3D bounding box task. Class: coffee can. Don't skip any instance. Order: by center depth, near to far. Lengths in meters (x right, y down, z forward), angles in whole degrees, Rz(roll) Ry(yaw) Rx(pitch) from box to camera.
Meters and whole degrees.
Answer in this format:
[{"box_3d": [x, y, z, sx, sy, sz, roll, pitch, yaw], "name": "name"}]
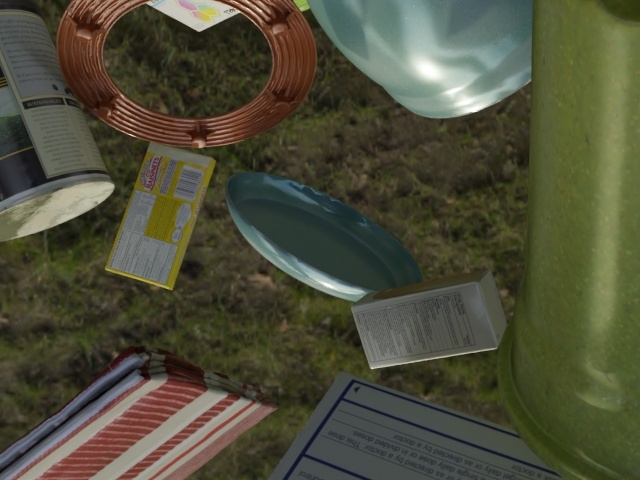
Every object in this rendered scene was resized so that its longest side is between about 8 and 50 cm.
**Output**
[{"box_3d": [-0.424, -0.161, 1.250, 0.202, 0.275, 0.201, -24, 175, -2], "name": "coffee can"}]

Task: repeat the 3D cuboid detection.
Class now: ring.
[{"box_3d": [-0.171, -0.226, 1.198, 0.337, 0.032, 0.336, -2, 144, -2], "name": "ring"}]

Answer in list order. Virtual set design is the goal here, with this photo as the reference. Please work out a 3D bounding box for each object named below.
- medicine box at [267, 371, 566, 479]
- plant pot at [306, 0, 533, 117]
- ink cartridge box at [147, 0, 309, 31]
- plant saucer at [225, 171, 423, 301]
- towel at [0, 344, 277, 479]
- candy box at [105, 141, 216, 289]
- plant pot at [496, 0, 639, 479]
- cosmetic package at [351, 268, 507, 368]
[{"box_3d": [0.071, 0.253, 0.556, 0.264, 0.289, 0.149, 16, 126, 20], "name": "medicine box"}, {"box_3d": [0.081, -0.274, 0.752, 0.196, 0.293, 0.293, 25, 128, -32], "name": "plant pot"}, {"box_3d": [-0.156, -0.416, 1.581, 0.255, 0.097, 0.189, 26, 166, -29], "name": "ink cartridge box"}, {"box_3d": [0.000, 0.000, 1.330, 0.318, 0.317, 0.043, 21, 111, -22], "name": "plant saucer"}, {"box_3d": [-0.179, 0.186, 0.782, 0.237, 0.037, 0.329, -38, 161, 1], "name": "towel"}, {"box_3d": [-0.236, -0.038, 1.368, 0.105, 0.205, 0.027, 16, 171, 15], "name": "candy box"}, {"box_3d": [0.216, -0.036, 0.484, 0.276, 0.276, 0.253, -11, 119, 7], "name": "plant pot"}, {"box_3d": [0.090, 0.065, 0.759, 0.115, 0.041, 0.060, -12, 99, 28], "name": "cosmetic package"}]
